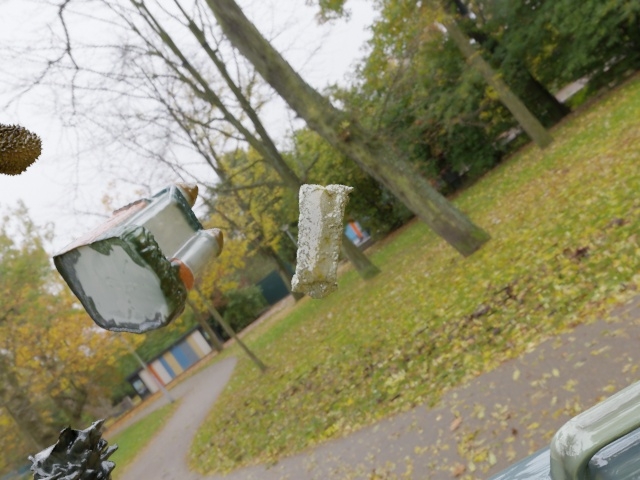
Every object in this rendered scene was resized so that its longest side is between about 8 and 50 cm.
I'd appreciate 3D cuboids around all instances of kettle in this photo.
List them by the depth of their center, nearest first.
[{"bbox_3d":[0.266,0.204,0.505,0.243,0.210,0.160,-38,26,6],"label":"kettle"}]

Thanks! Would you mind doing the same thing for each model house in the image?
[{"bbox_3d":[-0.303,0.006,1.120,0.271,0.190,0.301,-13,28,41],"label":"model house"}]

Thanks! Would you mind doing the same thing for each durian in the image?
[{"bbox_3d":[-0.729,-0.206,1.331,0.158,0.137,0.168,-15,9,23],"label":"durian"}]

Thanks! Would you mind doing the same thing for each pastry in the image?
[{"bbox_3d":[-0.006,-0.002,1.292,0.121,0.259,0.089,6,-11,16],"label":"pastry"}]

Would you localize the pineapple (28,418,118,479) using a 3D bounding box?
[{"bbox_3d":[-0.233,0.300,0.572,0.157,0.279,0.158,-11,-36,-9],"label":"pineapple"}]
